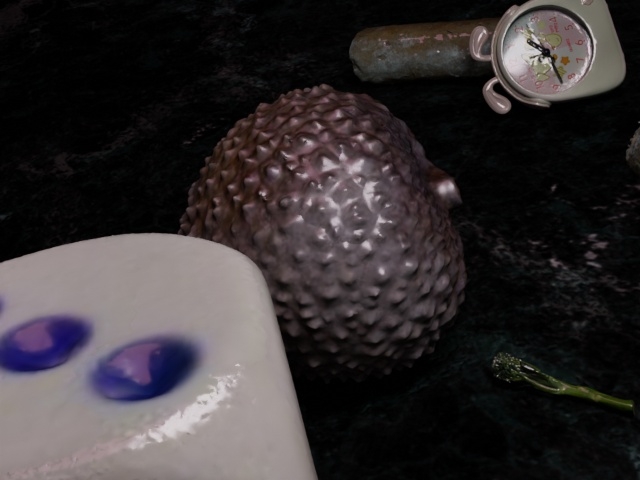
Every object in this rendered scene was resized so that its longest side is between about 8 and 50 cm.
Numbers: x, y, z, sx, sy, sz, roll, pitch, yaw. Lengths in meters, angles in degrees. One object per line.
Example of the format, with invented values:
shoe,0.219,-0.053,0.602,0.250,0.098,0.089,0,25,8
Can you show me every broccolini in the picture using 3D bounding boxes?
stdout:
broccolini,0.223,0.131,1.037,0.140,0.035,0.030,14,45,32

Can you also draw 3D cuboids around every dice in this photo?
dice,-0.152,0.193,0.817,0.304,0.304,0.277,-15,33,-4

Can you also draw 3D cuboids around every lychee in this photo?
lychee,0.002,0.000,1.089,0.300,0.300,0.300,-9,33,6

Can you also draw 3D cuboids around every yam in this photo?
yam,0.176,-0.272,1.619,0.259,0.093,0.093,0,35,22

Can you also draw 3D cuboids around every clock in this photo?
clock,0.299,-0.249,1.500,0.191,0.151,0.062,-17,-3,1

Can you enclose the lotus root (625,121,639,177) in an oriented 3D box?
lotus root,0.455,-0.034,1.100,0.349,0.175,0.175,17,43,40
